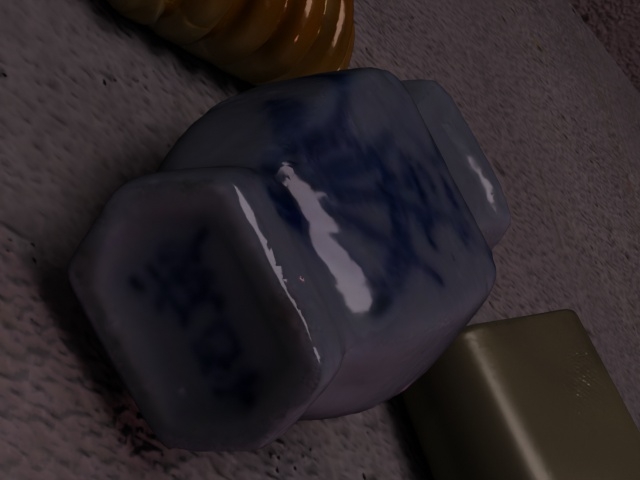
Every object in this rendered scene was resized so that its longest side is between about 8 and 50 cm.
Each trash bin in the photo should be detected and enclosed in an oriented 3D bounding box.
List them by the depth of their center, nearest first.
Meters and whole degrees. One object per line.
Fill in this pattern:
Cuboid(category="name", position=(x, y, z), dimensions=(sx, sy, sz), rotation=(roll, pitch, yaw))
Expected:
Cuboid(category="trash bin", position=(0.196, 0.197, 1.053), dimensions=(0.243, 0.121, 0.247), rotation=(-6, 65, -45))

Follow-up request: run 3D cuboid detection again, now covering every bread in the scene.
Cuboid(category="bread", position=(-0.079, -0.229, 1.006), dimensions=(0.311, 0.121, 0.173), rotation=(20, 48, -53))

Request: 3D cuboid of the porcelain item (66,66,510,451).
Cuboid(category="porcelain item", position=(0.000, 0.000, 0.856), dimensions=(0.243, 0.178, 0.405), rotation=(62, 28, -1))
